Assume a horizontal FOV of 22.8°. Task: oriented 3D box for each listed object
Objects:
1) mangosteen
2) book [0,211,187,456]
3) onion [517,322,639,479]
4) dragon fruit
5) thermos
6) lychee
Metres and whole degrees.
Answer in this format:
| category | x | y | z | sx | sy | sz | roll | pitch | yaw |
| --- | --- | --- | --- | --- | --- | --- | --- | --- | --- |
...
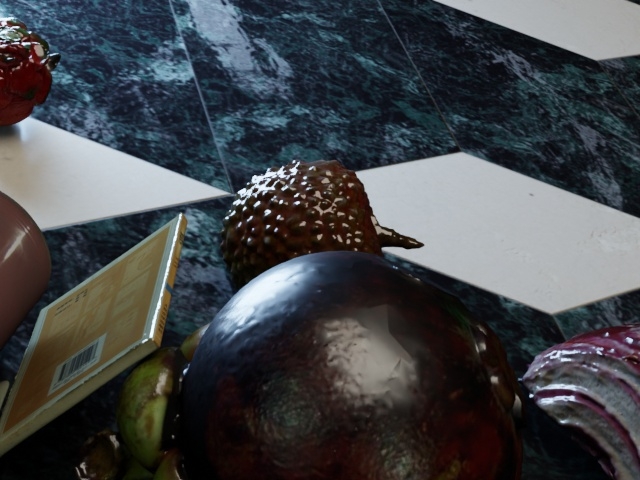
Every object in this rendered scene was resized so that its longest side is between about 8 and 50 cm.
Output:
| category | x | y | z | sx | sy | sz | roll | pitch | yaw |
| --- | --- | --- | --- | --- | --- | --- | --- | --- | --- |
| mangosteen | 0.005 | 0.152 | 1.222 | 0.311 | 0.311 | 0.311 | 14 | 31 | -9 |
| book | -0.188 | 0.074 | 1.329 | 0.018 | 0.170 | 0.242 | 51 | 16 | -18 |
| onion | 0.366 | 0.165 | 1.526 | 0.280 | 0.146 | 0.314 | -3 | 33 | -39 |
| dragon fruit | -0.353 | -0.186 | 1.708 | 0.130 | 0.121 | 0.142 | 50 | 2 | -9 |
| thermos | -0.325 | 0.087 | 1.284 | 0.176 | 0.146 | 0.265 | 41 | 36 | -14 |
| lychee | 0.000 | 0.000 | 1.558 | 0.197 | 0.165 | 0.165 | -12 | 34 | 1 |
